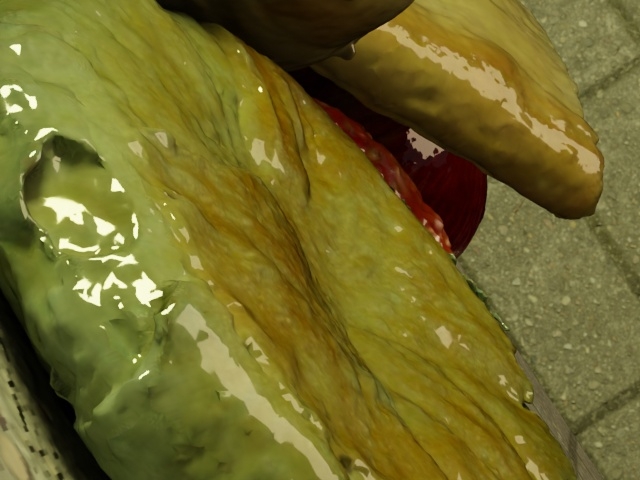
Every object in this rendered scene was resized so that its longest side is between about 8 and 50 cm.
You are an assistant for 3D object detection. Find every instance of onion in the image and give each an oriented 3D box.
[{"bbox_3d":[0.053,-0.082,1.528,0.248,0.161,0.248,-13,90,-87],"label":"onion"}]

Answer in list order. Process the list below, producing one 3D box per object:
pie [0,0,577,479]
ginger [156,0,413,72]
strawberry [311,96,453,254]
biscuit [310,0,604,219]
[{"bbox_3d":[-0.019,0.020,0.627,0.306,0.071,0.306,44,19,-20],"label":"pie"},{"bbox_3d":[-0.084,-0.170,0.745,0.304,0.155,0.244,31,6,-45],"label":"ginger"},{"bbox_3d":[0.000,0.001,0.859,0.236,0.107,0.175,54,6,-14],"label":"strawberry"},{"bbox_3d":[-0.007,-0.228,1.330,0.446,0.104,0.429,30,23,-17],"label":"biscuit"}]
